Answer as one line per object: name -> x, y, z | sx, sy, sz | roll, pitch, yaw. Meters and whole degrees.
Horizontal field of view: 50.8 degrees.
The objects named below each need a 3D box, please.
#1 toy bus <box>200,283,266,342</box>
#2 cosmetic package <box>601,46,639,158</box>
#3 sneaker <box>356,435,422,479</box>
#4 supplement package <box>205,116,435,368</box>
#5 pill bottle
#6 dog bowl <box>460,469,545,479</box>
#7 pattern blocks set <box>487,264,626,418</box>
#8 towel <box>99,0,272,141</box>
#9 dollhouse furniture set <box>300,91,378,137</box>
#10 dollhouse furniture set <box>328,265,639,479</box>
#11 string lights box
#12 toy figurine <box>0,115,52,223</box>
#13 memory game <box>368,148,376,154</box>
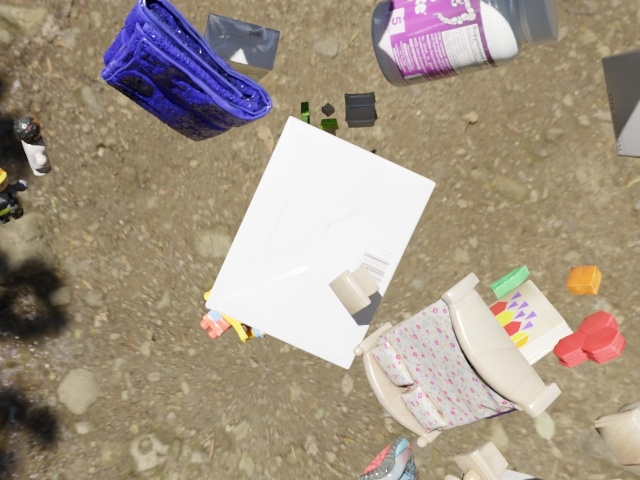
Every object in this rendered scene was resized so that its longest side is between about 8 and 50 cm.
toy bus -> -0.175, 0.169, 1.623 | 0.220, 0.149, 0.211 | 44, 93, 7
cosmetic package -> 0.611, -0.231, 1.064 | 0.155, 0.365, 0.197 | -15, 99, -1
sneaker -> 0.136, 0.385, 1.018 | 0.104, 0.262, 0.125 | -44, 60, -13
supplement package -> 0.000, 0.000, 0.905 | 0.204, 0.145, 0.262 | 25, 95, -2
pill bottle -> 0.256, -0.382, 1.194 | 0.301, 0.169, 0.169 | -7, 78, 28
dog bowl -> 0.335, 0.424, 0.882 | 0.349, 0.349, 0.102 | 19, 91, -1
pattern blocks set -> 0.250, 0.127, 0.899 | 0.285, 0.325, 0.026 | -34, 101, 18
towel -> -0.224, -0.239, 1.039 | 0.227, 0.308, 0.076 | 41, 74, -21
dollhouse furniture set -> 0.037, -0.243, 1.331 | 0.151, 0.058, 0.076 | -3, 62, 2
dollhouse furniture set -> 0.124, 0.164, 0.618 | 0.174, 0.303, 0.355 | -33, 82, -29
string lights box -> -0.168, -0.372, 1.332 | 0.133, 0.259, 0.077 | 11, 94, -13
toy figurine -> -0.632, -0.157, 1.265 | 0.209, 0.148, 0.213 | 17, 55, 6
memory game -> 0.052, -0.147, 1.517 | 0.186, 0.186, 0.012 | -37, 91, -10
